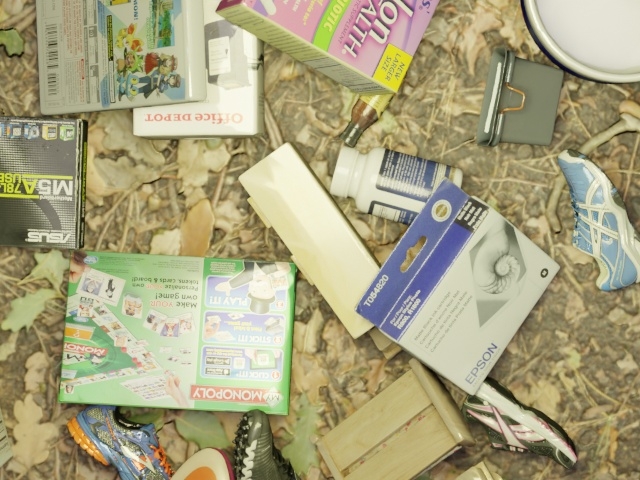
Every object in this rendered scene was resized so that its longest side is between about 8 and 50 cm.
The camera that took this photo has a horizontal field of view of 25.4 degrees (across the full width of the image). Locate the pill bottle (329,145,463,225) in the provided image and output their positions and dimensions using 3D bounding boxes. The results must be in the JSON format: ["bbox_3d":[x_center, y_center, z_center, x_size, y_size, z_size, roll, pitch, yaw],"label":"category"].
[{"bbox_3d":[0.102,-0.075,1.940,0.169,0.094,0.094,16,94,1],"label":"pill bottle"}]

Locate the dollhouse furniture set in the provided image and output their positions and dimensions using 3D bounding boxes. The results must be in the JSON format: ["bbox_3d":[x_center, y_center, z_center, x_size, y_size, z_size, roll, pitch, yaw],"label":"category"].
[{"bbox_3d":[0.101,0.343,1.997,0.303,0.174,0.355,-38,62,17],"label":"dollhouse furniture set"}]

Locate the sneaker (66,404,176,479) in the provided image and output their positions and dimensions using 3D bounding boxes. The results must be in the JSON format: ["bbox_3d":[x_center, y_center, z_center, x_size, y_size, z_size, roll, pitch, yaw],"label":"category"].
[{"bbox_3d":[-0.250,0.302,1.991,0.221,0.083,0.087,39,89,-3],"label":"sneaker"}]

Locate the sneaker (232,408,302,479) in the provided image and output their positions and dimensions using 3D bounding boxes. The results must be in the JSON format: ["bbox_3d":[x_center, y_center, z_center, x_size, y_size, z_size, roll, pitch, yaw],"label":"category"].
[{"bbox_3d":[-0.067,0.327,1.963,0.106,0.078,0.234,-3,120,-11],"label":"sneaker"}]

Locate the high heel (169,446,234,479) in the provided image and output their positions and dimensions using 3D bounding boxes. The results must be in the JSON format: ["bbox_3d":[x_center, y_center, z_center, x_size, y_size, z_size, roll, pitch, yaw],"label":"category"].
[{"bbox_3d":[-0.177,0.472,1.977,0.127,0.181,0.377,16,87,16],"label":"high heel"}]

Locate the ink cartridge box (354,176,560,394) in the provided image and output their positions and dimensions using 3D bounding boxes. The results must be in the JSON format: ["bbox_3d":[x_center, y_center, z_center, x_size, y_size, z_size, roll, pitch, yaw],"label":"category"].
[{"bbox_3d":[0.187,0.064,1.904,0.224,0.045,0.223,36,87,-31],"label":"ink cartridge box"}]

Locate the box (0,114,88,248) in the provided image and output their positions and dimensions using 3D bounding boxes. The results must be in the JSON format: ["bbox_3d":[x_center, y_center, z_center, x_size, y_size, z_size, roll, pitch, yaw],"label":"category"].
[{"bbox_3d":[-0.424,-0.083,1.990,0.191,0.045,0.184,4,91,3],"label":"box"}]

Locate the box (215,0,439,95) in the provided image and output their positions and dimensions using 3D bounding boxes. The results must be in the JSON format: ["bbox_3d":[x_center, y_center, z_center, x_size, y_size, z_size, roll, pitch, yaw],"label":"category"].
[{"bbox_3d":[0.024,-0.339,1.862,0.243,0.117,0.213,28,83,-21],"label":"box"}]

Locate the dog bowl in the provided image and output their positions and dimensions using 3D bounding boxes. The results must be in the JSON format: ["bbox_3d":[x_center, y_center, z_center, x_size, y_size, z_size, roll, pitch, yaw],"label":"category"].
[{"bbox_3d":[0.401,-0.342,1.904,0.265,0.104,0.265,0,93,2],"label":"dog bowl"}]

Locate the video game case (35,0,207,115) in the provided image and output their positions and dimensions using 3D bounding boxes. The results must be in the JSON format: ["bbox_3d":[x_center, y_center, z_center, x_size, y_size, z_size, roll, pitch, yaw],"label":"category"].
[{"bbox_3d":[-0.271,-0.338,1.884,0.300,0.036,0.329,0,92,40],"label":"video game case"}]

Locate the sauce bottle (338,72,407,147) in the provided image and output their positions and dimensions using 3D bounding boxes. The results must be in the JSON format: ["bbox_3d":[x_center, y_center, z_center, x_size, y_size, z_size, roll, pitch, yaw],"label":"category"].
[{"bbox_3d":[0.070,-0.188,1.962,0.042,0.042,0.128,34,97,0],"label":"sauce bottle"}]

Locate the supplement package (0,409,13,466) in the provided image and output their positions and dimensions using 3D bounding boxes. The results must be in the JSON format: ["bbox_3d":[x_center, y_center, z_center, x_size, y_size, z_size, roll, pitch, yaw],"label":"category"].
[{"bbox_3d":[-0.569,0.214,1.939,0.199,0.198,0.262,-14,93,3],"label":"supplement package"}]

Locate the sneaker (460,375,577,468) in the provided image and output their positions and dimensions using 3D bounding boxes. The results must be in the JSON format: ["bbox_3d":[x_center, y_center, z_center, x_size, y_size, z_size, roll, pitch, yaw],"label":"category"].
[{"bbox_3d":[0.273,0.266,1.975,0.178,0.072,0.077,36,102,10],"label":"sneaker"}]

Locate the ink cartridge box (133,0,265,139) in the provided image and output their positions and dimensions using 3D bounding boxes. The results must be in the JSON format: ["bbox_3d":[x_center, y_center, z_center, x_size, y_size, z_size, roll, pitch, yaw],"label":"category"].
[{"bbox_3d":[-0.166,-0.257,1.938,0.172,0.100,0.237,0,94,3],"label":"ink cartridge box"}]

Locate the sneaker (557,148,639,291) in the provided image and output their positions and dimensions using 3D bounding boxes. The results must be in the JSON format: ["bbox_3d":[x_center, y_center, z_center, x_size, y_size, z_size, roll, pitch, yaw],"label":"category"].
[{"bbox_3d":[0.376,-0.027,1.938,0.081,0.080,0.211,-29,91,1],"label":"sneaker"}]

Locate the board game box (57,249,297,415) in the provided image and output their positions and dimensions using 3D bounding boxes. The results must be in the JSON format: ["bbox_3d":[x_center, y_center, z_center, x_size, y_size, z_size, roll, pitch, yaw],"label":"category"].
[{"bbox_3d":[-0.195,0.128,1.969,0.317,0.046,0.213,3,83,1],"label":"board game box"}]

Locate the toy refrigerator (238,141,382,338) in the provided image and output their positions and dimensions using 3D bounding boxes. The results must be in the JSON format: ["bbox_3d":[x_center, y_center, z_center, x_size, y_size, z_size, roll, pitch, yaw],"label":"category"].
[{"bbox_3d":[0.000,0.000,1.947,0.094,0.102,0.269,-35,92,4],"label":"toy refrigerator"}]

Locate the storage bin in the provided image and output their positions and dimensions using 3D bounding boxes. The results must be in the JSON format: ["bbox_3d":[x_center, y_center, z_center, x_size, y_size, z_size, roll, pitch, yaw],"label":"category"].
[{"bbox_3d":[0.275,-0.188,1.931,0.091,0.098,0.135,8,94,-8],"label":"storage bin"}]
